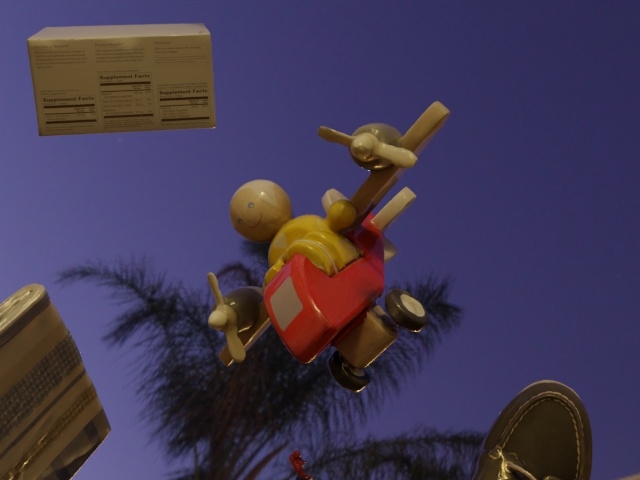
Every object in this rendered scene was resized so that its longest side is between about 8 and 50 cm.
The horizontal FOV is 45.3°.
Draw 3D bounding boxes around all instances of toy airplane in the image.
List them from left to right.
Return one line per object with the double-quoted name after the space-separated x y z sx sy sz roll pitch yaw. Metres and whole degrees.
0.000 0.000 1.070 0.272 0.386 0.384 35 -21 -10 "toy airplane"

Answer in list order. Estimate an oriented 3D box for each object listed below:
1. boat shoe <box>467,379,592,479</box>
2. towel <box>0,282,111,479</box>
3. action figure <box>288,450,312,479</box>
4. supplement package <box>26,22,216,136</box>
0.170 0.294 0.720 0.112 0.095 0.335 25 -91 11 "boat shoe"
-0.335 0.201 0.828 0.034 0.209 0.285 21 -39 25 "towel"
-0.031 0.374 1.239 0.030 0.038 0.115 -22 -46 -9 "action figure"
-0.305 -0.261 1.215 0.261 0.204 0.145 -4 -69 -11 "supplement package"
